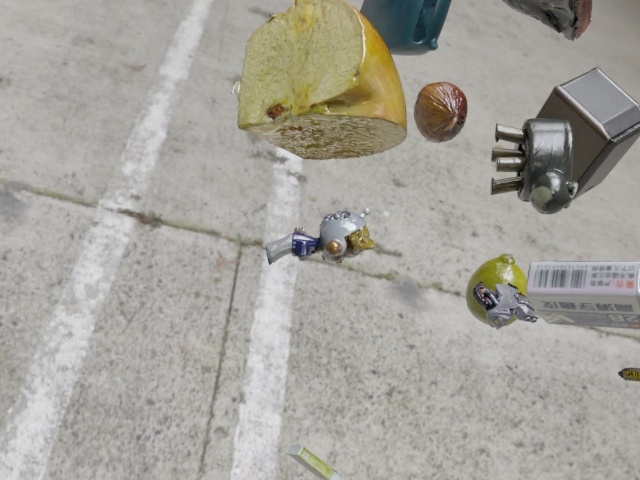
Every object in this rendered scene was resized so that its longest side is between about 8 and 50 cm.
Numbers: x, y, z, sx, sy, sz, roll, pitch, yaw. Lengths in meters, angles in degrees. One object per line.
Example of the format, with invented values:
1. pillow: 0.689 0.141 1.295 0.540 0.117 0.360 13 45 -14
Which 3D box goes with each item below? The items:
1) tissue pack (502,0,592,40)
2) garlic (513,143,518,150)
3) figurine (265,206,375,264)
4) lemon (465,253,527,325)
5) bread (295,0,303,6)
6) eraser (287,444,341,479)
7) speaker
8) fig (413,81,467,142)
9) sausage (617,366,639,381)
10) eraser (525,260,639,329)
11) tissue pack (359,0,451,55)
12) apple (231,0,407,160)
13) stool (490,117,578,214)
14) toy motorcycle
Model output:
1. tissue pack: 0.544 -0.637 1.607 0.245 0.123 0.332 48 5 23
2. garlic: 0.638 -0.200 1.848 0.218 0.212 0.219 -3 59 4
3. figurine: -0.003 0.001 1.696 0.274 0.133 0.194 -10 1 20
4. lemon: 0.536 0.154 2.019 0.183 0.249 0.184 2 25 -1
5. bread: -0.023 -0.601 2.029 0.077 0.138 0.362 -13 58 21
6. eraser: -0.009 0.340 1.008 0.083 0.038 0.019 42 59 -13
7. speaker: 0.568 -0.230 1.474 0.153 0.231 0.193 -27 66 -25
8. fig: 0.298 -0.303 1.573 0.133 0.146 0.201 -21 13 -1
9. sausage: 0.601 0.232 1.114 0.198 0.029 0.025 0 -11 40
10. eraser: 0.428 0.081 0.991 0.210 0.124 0.068 -1 59 37
11. tissue pack: 0.227 -0.620 1.714 0.198 0.288 0.206 -7 37 -33
12. apple: 0.011 -0.271 1.211 0.309 0.314 0.252 -6 28 37
13. stool: 0.387 -0.141 1.213 0.139 0.154 0.228 3 18 9
14. toy motorcycle: 0.471 0.168 1.663 0.215 0.080 0.123 14 45 -33
